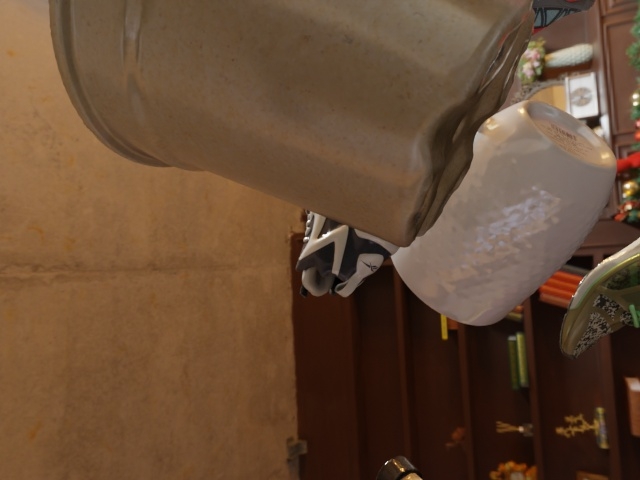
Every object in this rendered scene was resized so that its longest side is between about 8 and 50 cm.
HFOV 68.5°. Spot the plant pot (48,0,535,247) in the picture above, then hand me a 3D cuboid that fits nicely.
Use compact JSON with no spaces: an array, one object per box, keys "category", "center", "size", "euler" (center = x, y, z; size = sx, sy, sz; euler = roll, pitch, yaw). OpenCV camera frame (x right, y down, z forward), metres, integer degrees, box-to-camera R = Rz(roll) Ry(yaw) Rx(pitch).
[{"category":"plant pot","center":[0.003,-0.160,0.436],"size":[0.334,0.305,0.334],"euler":[-52,-19,-27]}]

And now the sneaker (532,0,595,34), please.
[{"category":"sneaker","center":[0.254,-0.319,0.648],"size":[0.125,0.261,0.104],"euler":[101,155,-55]}]

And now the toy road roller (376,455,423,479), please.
[{"category":"toy road roller","center":[0.158,0.634,0.941],"size":[0.240,0.202,0.330],"euler":[-26,-63,-21]}]

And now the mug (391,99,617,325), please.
[{"category":"mug","center":[0.274,-0.083,0.816],"size":[0.276,0.374,0.328],"euler":[-50,-8,-48]}]

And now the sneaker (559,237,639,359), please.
[{"category":"sneaker","center":[0.628,0.095,0.864],"size":[0.158,0.410,0.182],"euler":[35,-167,-43]}]

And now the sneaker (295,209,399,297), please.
[{"category":"sneaker","center":[0.000,0.000,0.663],"size":[0.153,0.235,0.094],"euler":[-54,-45,-3]}]
